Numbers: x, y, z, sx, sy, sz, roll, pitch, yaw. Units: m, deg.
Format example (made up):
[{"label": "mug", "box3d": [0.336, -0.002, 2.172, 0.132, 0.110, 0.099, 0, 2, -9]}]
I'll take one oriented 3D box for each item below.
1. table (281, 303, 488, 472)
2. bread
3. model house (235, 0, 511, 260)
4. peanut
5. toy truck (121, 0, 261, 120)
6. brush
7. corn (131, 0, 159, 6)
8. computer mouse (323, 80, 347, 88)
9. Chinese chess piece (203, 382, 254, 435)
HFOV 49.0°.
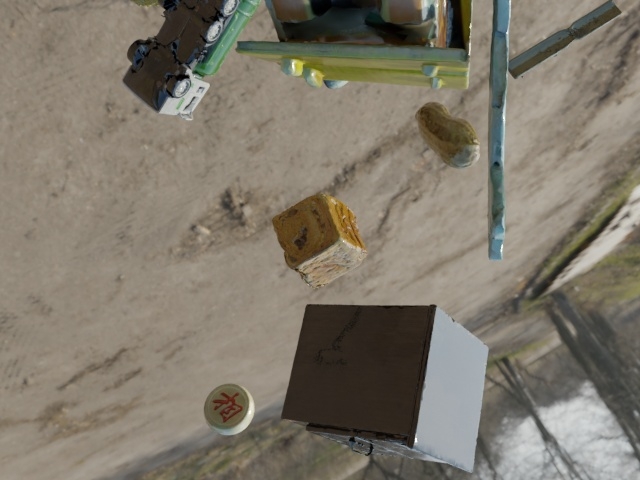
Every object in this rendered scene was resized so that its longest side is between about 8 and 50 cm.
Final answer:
[{"label": "table", "box3d": [0.084, 0.189, 0.899, 0.193, 0.173, 0.169, -2, 155, 36]}, {"label": "bread", "box3d": [0.000, 0.000, 1.509, 0.158, 0.149, 0.143, -23, 152, 18]}, {"label": "model house", "box3d": [-0.014, -0.156, 0.434, 0.300, 0.340, 0.324, 3, 155, 12]}, {"label": "peanut", "box3d": [0.297, -0.249, 1.638, 0.108, 0.226, 0.095, -26, 137, -11]}, {"label": "toy truck", "box3d": [-0.175, -0.297, 1.007, 0.242, 0.101, 0.125, -53, 166, 15]}, {"label": "brush", "box3d": [0.476, -0.394, 1.383, 0.248, 0.043, 0.036, -32, 177, 0]}, {"label": "corn", "box3d": [-0.276, -0.453, 1.229, 0.086, 0.288, 0.087, -12, 113, -31]}, {"label": "computer mouse", "box3d": [0.071, -0.505, 1.831, 0.113, 0.068, 0.229, 11, 98, -47]}, {"label": "Chinese chess piece", "box3d": [-0.218, 0.402, 1.671, 0.122, 0.122, 0.051, -29, 150, -7]}]
